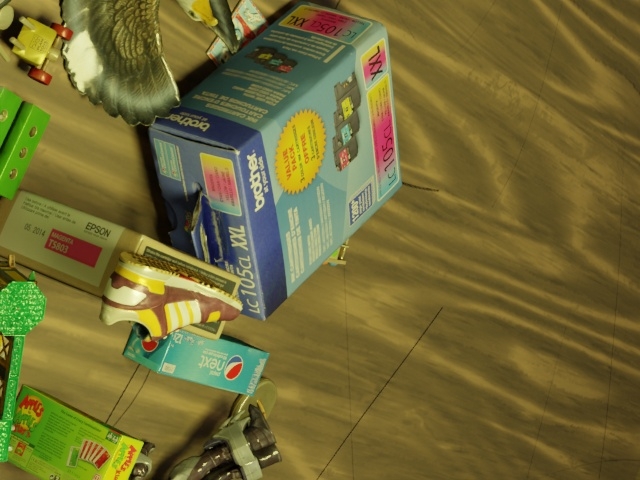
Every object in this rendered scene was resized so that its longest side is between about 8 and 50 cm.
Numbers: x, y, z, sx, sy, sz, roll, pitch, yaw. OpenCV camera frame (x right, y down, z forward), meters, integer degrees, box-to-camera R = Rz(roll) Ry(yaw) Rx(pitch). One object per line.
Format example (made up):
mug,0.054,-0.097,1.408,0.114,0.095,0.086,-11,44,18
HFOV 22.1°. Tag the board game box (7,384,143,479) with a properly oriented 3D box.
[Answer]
board game box,-0.304,0.249,1.971,0.043,0.181,0.092,30,82,-53

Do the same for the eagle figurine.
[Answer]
eagle figurine,-0.188,-0.304,1.900,0.226,0.225,0.298,-1,149,-11

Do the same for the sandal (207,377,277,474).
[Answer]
sandal,-0.109,0.281,2.341,0.180,0.049,0.072,-56,141,-18

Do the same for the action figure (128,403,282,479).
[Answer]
action figure,-0.189,0.336,2.220,0.285,0.099,0.185,-30,133,-18

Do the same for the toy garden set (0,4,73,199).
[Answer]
toy garden set,-0.369,-0.172,1.772,0.204,0.049,0.244,-66,158,-5

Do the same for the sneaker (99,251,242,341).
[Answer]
sneaker,-0.165,0.072,1.778,0.185,0.069,0.084,23,95,-46

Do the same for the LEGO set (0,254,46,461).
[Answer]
LEGO set,-0.463,0.112,1.724,0.331,0.192,0.255,-9,111,-31

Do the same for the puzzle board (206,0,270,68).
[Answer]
puzzle board,-0.092,-0.246,2.153,0.096,0.011,0.128,-59,141,-15

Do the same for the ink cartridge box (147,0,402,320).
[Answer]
ink cartridge box,-0.067,-0.089,2.108,0.395,0.151,0.270,-43,138,-37

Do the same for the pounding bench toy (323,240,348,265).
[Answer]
pounding bench toy,0.000,0.000,2.347,0.083,0.052,0.065,10,99,-53

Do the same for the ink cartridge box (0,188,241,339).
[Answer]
ink cartridge box,-0.242,0.026,1.905,0.193,0.234,0.088,27,84,-54

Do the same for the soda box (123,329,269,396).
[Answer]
soda box,-0.163,0.153,2.196,0.210,0.071,0.067,23,88,-53

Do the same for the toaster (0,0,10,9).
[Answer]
toaster,-0.381,-0.282,1.631,0.168,0.185,0.110,-47,142,-27
